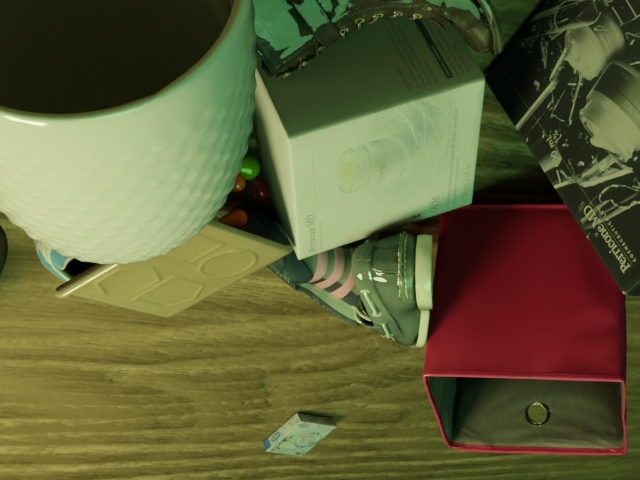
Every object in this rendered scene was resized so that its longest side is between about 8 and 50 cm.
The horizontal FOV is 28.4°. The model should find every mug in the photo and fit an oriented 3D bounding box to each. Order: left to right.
[{"bbox_3d":[-0.240,-0.136,1.127,0.374,0.276,0.328,9,152,4],"label":"mug"}]

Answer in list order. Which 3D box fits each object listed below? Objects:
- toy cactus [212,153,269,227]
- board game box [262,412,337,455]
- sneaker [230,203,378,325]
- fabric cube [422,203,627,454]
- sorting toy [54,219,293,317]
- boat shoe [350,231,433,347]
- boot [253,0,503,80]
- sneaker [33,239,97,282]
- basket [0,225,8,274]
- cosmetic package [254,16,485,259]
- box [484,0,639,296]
[{"bbox_3d":[-0.170,-0.075,1.395,0.219,0.112,0.180,-17,127,-8],"label":"toy cactus"},{"bbox_3d":[-0.034,0.319,2.082,0.090,0.020,0.090,18,129,-46],"label":"board game box"},{"bbox_3d":[0.000,0.000,1.602,0.131,0.112,0.319,-48,147,5],"label":"sneaker"},{"bbox_3d":[0.288,0.124,1.726,0.254,0.258,0.259,-1,149,13],"label":"fabric cube"},{"bbox_3d":[-0.161,0.025,1.406,0.193,0.038,0.208,-28,157,28],"label":"sorting toy"},{"bbox_3d":[0.087,0.062,1.571,0.099,0.116,0.319,0,165,2],"label":"boat shoe"},{"bbox_3d":[0.038,-0.235,1.280,0.229,0.091,0.263,-34,124,15],"label":"boot"},{"bbox_3d":[-0.248,0.038,1.491,0.085,0.086,0.237,-36,147,14],"label":"sneaker"},{"bbox_3d":[-0.453,-0.013,1.234,0.204,0.154,0.227,-24,144,8],"label":"basket"},{"bbox_3d":[0.050,-0.120,1.417,0.225,0.138,0.224,-17,146,-9],"label":"cosmetic package"},{"bbox_3d":[0.401,-0.161,1.396,0.179,0.343,0.312,3,137,-38],"label":"box"}]
